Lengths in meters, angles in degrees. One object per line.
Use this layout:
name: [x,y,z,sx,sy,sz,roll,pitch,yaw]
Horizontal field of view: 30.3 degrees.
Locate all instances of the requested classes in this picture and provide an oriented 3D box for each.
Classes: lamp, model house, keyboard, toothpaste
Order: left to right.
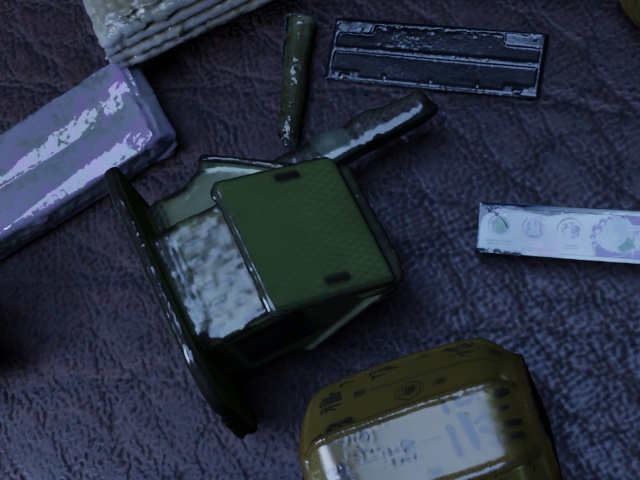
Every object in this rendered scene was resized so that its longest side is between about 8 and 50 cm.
model house: [0.000,0.000,0.963,0.278,0.205,0.218,-26,71,-1]
lamp: [0.085,0.166,0.909,0.185,0.161,0.161,-17,72,10]
keyboard: [0.102,-0.166,1.065,0.198,0.010,0.064,8,79,17]
toothpaste: [0.226,-0.002,0.974,0.196,0.040,0.047,4,81,16]

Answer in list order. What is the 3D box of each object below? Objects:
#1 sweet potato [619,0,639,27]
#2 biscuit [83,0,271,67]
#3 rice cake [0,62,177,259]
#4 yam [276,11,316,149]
sweet potato: [0.343,-0.140,0.966,0.075,0.075,0.273,-39,74,2]
biscuit: [-0.027,-0.306,1.084,0.426,0.078,0.144,-25,65,2]
rice cake: [-0.277,-0.056,1.118,0.298,0.050,0.106,-31,69,5]
yam: [-0.027,-0.144,1.084,0.033,0.027,0.130,14,74,-22]
